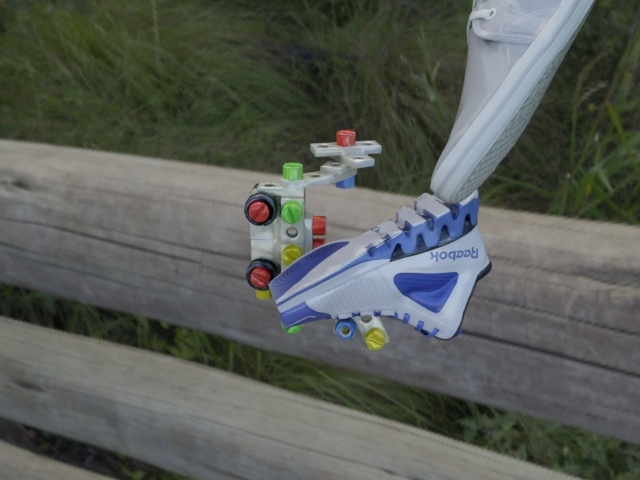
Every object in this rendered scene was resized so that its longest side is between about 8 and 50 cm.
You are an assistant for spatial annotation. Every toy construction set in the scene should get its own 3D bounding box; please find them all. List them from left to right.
[{"bbox_3d":[0.000,0.000,1.377,0.214,0.328,0.151,2,6,3],"label":"toy construction set"}]

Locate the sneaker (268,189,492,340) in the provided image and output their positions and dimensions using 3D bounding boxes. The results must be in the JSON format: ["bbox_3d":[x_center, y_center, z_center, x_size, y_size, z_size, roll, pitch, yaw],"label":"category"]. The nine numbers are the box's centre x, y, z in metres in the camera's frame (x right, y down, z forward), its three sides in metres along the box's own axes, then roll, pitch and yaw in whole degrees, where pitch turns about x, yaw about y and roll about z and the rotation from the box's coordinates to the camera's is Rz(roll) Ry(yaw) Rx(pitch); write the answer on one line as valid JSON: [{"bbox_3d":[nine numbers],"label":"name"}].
[{"bbox_3d":[0.101,0.070,1.249,0.315,0.182,0.127,-26,16,1],"label":"sneaker"}]

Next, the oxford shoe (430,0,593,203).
[{"bbox_3d":[0.215,-0.240,0.997,0.130,0.169,0.449,28,78,7],"label":"oxford shoe"}]
